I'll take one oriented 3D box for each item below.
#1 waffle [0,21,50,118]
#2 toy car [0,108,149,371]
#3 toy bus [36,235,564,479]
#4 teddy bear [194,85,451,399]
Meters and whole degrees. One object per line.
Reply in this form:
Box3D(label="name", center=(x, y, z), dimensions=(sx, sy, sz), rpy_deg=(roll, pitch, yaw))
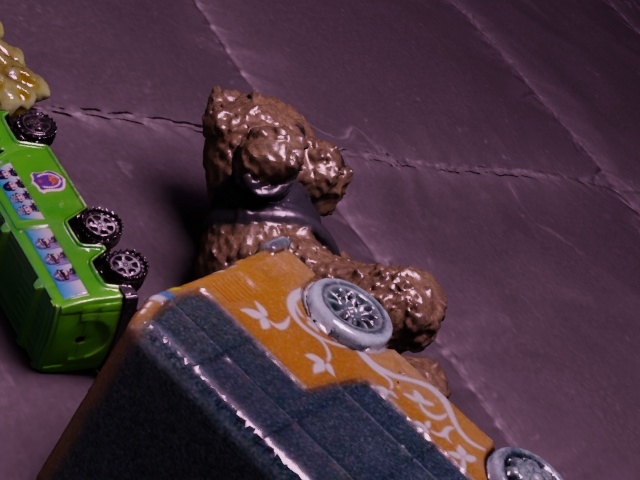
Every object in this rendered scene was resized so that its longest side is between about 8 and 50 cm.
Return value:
Box3D(label="waffle", center=(-0.268, -0.138, 0.902), dimensions=(0.183, 0.036, 0.169), rpy_deg=(45, 27, 15))
Box3D(label="toy car", center=(-0.159, -0.002, 0.781), dimensions=(0.062, 0.071, 0.165), rpy_deg=(-11, 51, -37))
Box3D(label="toy bus", center=(0.013, 0.143, 0.676), dimensions=(0.275, 0.138, 0.167), rpy_deg=(43, 29, 15))
Box3D(label="teddy bear", center=(-0.018, 0.008, 0.875), dimensions=(0.129, 0.182, 0.251), rpy_deg=(-19, 52, -14))
